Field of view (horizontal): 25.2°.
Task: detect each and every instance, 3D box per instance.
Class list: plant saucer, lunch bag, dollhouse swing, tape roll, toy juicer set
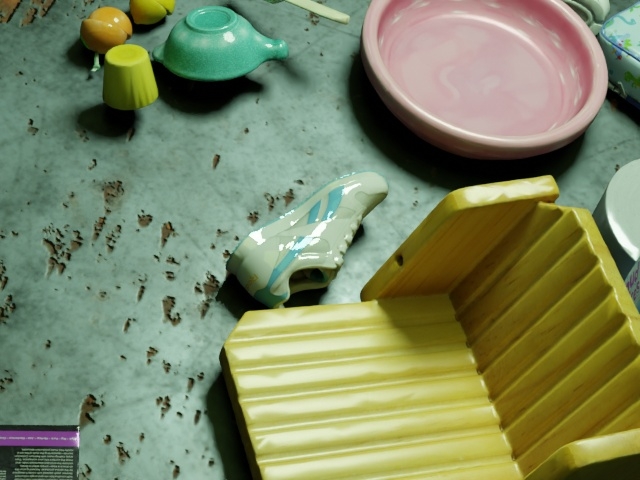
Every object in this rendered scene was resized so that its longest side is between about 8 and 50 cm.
[{"bbox_3d":[0.211,-0.226,1.901,0.332,0.084,0.332,6,53,-8],"label":"plant saucer"},{"bbox_3d":[0.494,-0.257,1.982,0.219,0.090,0.176,-31,59,-32],"label":"lunch bag"},{"bbox_3d":[0.115,0.130,1.486,0.305,0.315,0.346,7,49,-34],"label":"dollhouse swing"},{"bbox_3d":[0.449,-0.003,1.790,0.219,0.072,0.219,6,51,-8],"label":"tape roll"},{"bbox_3d":[-0.153,-0.267,1.859,0.329,0.089,0.209,-18,41,-21],"label":"toy juicer set"}]

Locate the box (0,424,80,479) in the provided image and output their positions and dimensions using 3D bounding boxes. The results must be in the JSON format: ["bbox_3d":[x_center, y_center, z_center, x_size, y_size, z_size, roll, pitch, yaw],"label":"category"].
[{"bbox_3d":[-0.302,0.260,1.439,0.116,0.029,0.162,2,51,-10],"label":"box"}]

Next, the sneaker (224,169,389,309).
[{"bbox_3d":[0.000,0.000,1.683,0.229,0.087,0.092,-35,74,-25],"label":"sneaker"}]

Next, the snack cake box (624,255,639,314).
[{"bbox_3d":[0.439,0.054,1.618,0.152,0.264,0.089,12,51,-4],"label":"snack cake box"}]

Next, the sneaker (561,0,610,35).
[{"bbox_3d":[0.297,-0.361,2.037,0.235,0.090,0.095,26,39,3],"label":"sneaker"}]
